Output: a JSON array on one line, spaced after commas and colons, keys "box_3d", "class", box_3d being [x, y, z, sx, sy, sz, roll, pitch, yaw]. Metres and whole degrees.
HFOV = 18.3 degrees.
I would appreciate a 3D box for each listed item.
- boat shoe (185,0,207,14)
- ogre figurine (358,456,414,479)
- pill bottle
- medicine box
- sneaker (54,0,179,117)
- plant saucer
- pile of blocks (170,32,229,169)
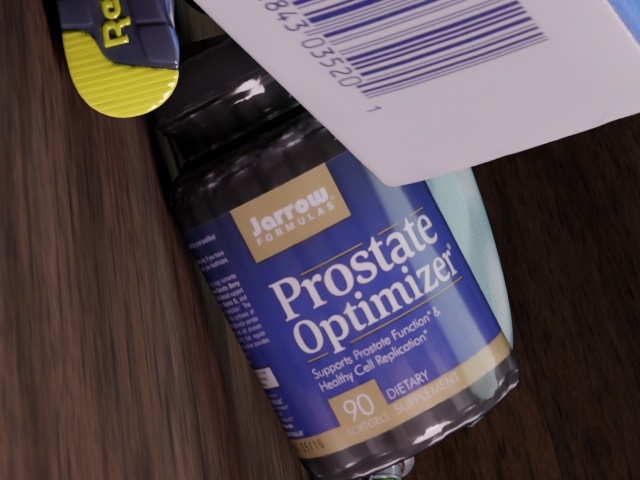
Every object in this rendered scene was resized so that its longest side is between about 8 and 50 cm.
[{"box_3d": [-0.068, -0.268, 1.190, 0.324, 0.120, 0.122, 72, 5, -52], "class": "boat shoe"}, {"box_3d": [0.035, 0.150, 1.437, 0.197, 0.097, 0.118, 23, 63, -73], "class": "ogre figurine"}, {"box_3d": [0.000, 0.000, 0.996, 0.219, 0.123, 0.123, 62, 4, -4], "class": "pill bottle"}, {"box_3d": [0.022, -0.215, 0.808, 0.263, 0.149, 0.289, 40, 40, -51], "class": "medicine box"}, {"box_3d": [-0.087, -0.117, 0.785, 0.059, 0.053, 0.144, 63, 20, -88], "class": "sneaker"}, {"box_3d": [0.064, -0.031, 1.340, 0.317, 0.043, 0.317, 161, -90, -84], "class": "plant saucer"}, {"box_3d": [-0.015, -0.050, 1.242, 0.362, 0.112, 0.149, 9, 66, -87], "class": "pile of blocks"}]
